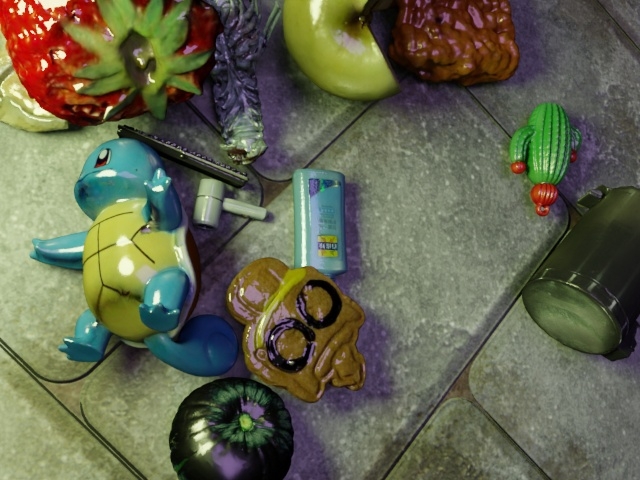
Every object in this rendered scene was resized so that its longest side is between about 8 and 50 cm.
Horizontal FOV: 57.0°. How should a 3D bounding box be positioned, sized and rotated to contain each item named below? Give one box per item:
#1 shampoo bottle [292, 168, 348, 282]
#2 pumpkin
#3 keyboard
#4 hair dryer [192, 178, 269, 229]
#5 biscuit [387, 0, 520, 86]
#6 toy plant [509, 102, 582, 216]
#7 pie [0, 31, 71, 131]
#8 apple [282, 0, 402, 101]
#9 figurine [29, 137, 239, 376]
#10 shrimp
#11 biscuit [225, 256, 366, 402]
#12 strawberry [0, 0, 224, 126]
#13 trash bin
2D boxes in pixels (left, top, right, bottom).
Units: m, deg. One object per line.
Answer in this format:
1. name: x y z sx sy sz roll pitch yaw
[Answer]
1. shampoo bottle: 0.000 0.000 1.080 0.103 0.061 0.259 3 78 -22
2. pumpkin: -0.136 0.310 0.915 0.201 0.140 0.202 19 43 -18
3. keyboard: -0.234 -0.142 1.011 0.230 0.093 0.025 22 83 -14
4. hair dryer: -0.155 -0.053 1.050 0.137 0.047 0.082 14 75 -24
5. biscuit: 0.278 -0.489 1.261 0.317 0.110 0.313 -5 82 -20
6. toy plant: 0.479 -0.186 1.277 0.154 0.088 0.240 37 73 -11
7. pie: -0.474 -0.347 0.983 0.337 0.075 0.338 4 78 -17
8. apple: 0.051 -0.413 1.077 0.233 0.258 0.295 6 117 1
9. figurine: -0.269 0.040 0.896 0.243 0.297 0.417 -26 90 -56
10. shrimp: -0.168 -0.338 1.053 0.221 0.166 0.411 -10 96 1
11. biscuit: -0.029 0.151 0.978 0.290 0.041 0.209 41 66 -12
12. strawberry: -0.319 -0.316 0.874 0.291 0.310 0.292 -16 125 -24
13. trash bin: 0.580 0.057 1.198 0.252 0.203 0.301 43 66 7
